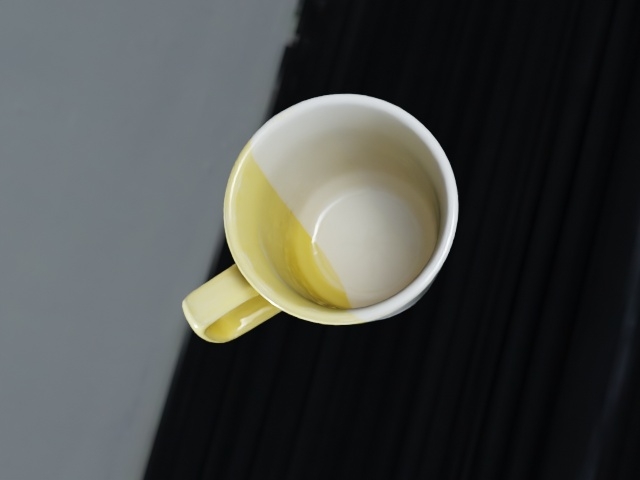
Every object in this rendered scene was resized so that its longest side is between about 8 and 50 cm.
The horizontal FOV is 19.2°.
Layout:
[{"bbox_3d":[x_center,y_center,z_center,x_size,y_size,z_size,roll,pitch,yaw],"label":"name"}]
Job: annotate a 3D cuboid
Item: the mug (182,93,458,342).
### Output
[{"bbox_3d":[0.002,-0.004,0.532,0.078,0.062,0.064,-2,171,8],"label":"mug"}]
